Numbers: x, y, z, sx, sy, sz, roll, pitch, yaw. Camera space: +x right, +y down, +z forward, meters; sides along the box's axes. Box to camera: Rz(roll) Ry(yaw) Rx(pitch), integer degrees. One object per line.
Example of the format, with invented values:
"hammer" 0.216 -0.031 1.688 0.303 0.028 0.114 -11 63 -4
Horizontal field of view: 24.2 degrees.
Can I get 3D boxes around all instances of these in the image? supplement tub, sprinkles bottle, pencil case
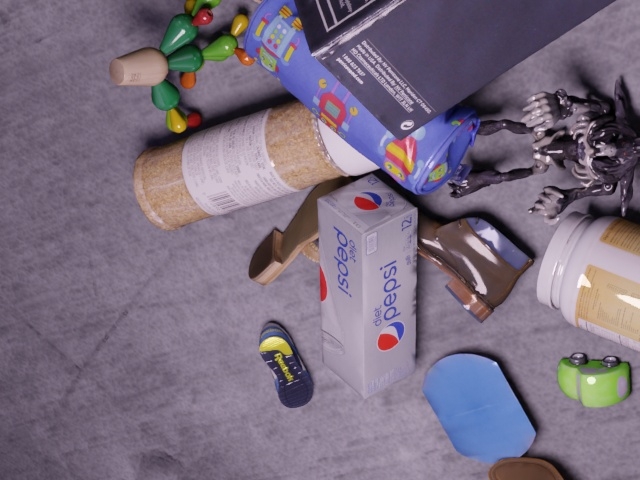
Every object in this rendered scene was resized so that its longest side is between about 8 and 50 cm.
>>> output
"supplement tub" 0.375 0.055 1.786 0.199 0.144 0.144 23 122 25
"sprinkles bottle" -0.077 -0.110 1.945 0.355 0.121 0.121 -16 106 31
"pencil case" 0.054 -0.183 1.753 0.306 0.133 0.119 41 150 16

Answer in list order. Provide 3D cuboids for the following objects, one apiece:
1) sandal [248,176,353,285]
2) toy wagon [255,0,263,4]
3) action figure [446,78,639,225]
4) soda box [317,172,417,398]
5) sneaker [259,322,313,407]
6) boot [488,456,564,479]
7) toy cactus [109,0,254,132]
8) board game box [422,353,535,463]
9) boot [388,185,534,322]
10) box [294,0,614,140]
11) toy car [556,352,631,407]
"sandal" 0.000 -0.005 2.003 0.079 0.088 0.240 25 136 -25
"toy wagon" -0.065 -0.399 1.832 0.344 0.068 0.267 -13 107 30
"action figure" 0.275 -0.101 1.772 0.275 0.141 0.164 -2 101 28
"soda box" 0.061 0.062 1.929 0.098 0.091 0.286 40 144 39
"sneaker" -0.049 0.176 2.117 0.053 0.059 0.144 -19 125 0
"boot" 0.317 0.377 2.009 0.197 0.073 0.152 19 143 22
"toy cactus" -0.183 -0.219 1.908 0.112 0.180 0.219 52 135 24
"board game box" 0.218 0.222 2.021 0.133 0.033 0.169 -24 100 39
"boot" 0.173 -0.010 1.921 0.106 0.082 0.219 -42 81 9
"box" 0.125 -0.317 1.584 0.294 0.296 0.183 -33 136 18
"toy car" 0.406 0.189 1.899 0.225 0.053 0.239 2 114 25
